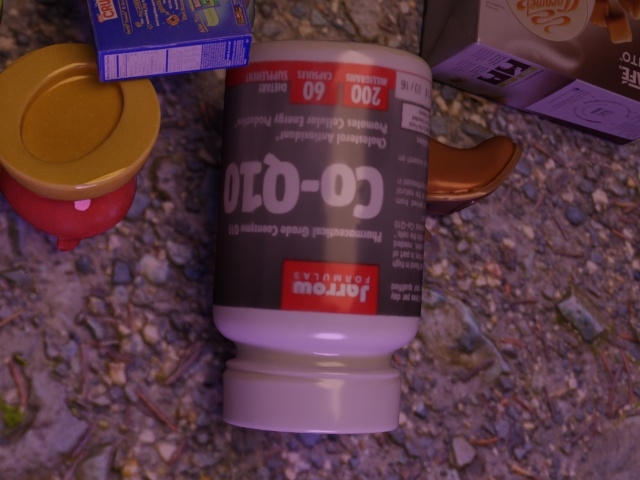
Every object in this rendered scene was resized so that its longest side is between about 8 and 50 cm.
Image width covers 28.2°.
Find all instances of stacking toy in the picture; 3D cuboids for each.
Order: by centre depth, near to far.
[{"bbox_3d":[-0.208,-0.163,0.984,0.280,0.130,0.309,26,61,7],"label":"stacking toy"}]

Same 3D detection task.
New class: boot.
[{"bbox_3d":[0.078,-0.085,1.116,0.197,0.073,0.152,-36,92,-34],"label":"boot"}]

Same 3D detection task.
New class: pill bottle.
[{"bbox_3d":[0.000,0.000,0.977,0.161,0.161,0.283,4,87,-28],"label":"pill bottle"}]

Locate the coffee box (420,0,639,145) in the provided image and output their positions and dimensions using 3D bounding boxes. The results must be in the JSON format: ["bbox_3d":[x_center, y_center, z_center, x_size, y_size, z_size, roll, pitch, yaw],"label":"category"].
[{"bbox_3d":[0.226,-0.195,1.207,0.247,0.098,0.141,16,70,-25],"label":"coffee box"}]

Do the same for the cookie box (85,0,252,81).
[{"bbox_3d":[-0.110,-0.163,0.898,0.107,0.040,0.091,-8,62,-12],"label":"cookie box"}]
